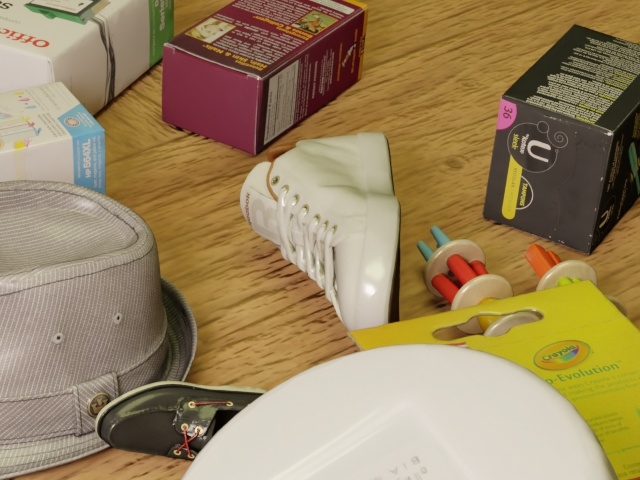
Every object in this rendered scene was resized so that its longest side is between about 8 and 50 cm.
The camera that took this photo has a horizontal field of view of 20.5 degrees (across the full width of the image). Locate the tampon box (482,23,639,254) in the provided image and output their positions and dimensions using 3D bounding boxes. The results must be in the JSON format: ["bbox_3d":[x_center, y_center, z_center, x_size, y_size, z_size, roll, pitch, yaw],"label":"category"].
[{"bbox_3d":[0.219,-0.087,1.480,0.101,0.120,0.161,21,37,22],"label":"tampon box"}]

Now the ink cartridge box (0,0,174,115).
[{"bbox_3d":[-0.253,-0.185,1.597,0.160,0.092,0.219,16,35,18],"label":"ink cartridge box"}]

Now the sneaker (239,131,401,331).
[{"bbox_3d":[0.000,0.000,1.351,0.123,0.105,0.290,0,22,-3],"label":"sneaker"}]

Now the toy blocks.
[{"bbox_3d":[0.147,0.031,1.353,0.123,0.054,0.148,-10,35,-19],"label":"toy blocks"}]

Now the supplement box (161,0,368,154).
[{"bbox_3d":[-0.049,-0.162,1.597,0.104,0.080,0.188,22,37,24],"label":"supplement box"}]

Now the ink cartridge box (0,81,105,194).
[{"bbox_3d":[-0.254,-0.056,1.405,0.143,0.090,0.092,-15,38,-27],"label":"ink cartridge box"}]

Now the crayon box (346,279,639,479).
[{"bbox_3d":[0.166,0.156,1.141,0.202,0.081,0.318,-10,37,-20],"label":"crayon box"}]

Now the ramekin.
[{"bbox_3d":[0.045,0.185,0.949,0.277,0.135,0.277,-13,41,11],"label":"ramekin"}]

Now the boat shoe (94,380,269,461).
[{"bbox_3d":[-0.084,0.124,1.182,0.133,0.049,0.042,1,27,-26],"label":"boat shoe"}]

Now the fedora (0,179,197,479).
[{"bbox_3d":[-0.216,0.043,1.228,0.275,0.124,0.244,-14,38,-26],"label":"fedora"}]
